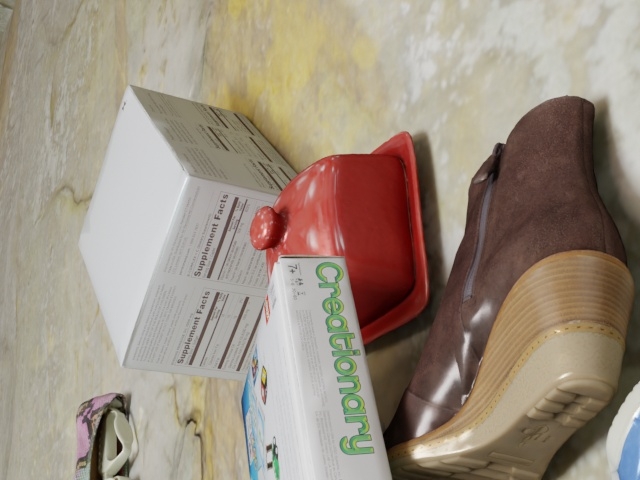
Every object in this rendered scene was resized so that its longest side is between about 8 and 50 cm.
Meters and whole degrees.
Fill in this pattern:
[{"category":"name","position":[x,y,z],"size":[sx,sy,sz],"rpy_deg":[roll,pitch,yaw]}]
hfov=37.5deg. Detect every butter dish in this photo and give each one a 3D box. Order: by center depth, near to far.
[{"category":"butter dish","position":[0.000,0.000,0.752],"size":[0.160,0.118,0.160],"rpy_deg":[-36,49,50]}]

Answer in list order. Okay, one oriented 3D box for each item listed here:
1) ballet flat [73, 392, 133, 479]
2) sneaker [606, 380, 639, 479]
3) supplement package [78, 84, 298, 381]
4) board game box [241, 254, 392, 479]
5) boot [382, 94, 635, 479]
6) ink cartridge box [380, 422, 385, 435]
[{"category":"ballet flat","position":[-0.268,0.291,1.190],"size":[0.079,0.077,0.221],"rpy_deg":[-33,49,28]},{"category":"sneaker","position":[0.172,0.141,0.446],"size":[0.084,0.058,0.152],"rpy_deg":[-139,60,-64]},{"category":"supplement package","position":[-0.137,-0.013,0.976],"size":[0.204,0.145,0.262],"rpy_deg":[-68,30,18]},{"category":"board game box","position":[-0.001,0.187,0.610],"size":[0.193,0.053,0.305],"rpy_deg":[107,158,-50]},{"category":"boot","position":[0.108,0.051,0.608],"size":[0.248,0.090,0.206],"rpy_deg":[128,156,-47]},{"category":"ink cartridge box","position":[0.015,0.239,0.739],"size":[0.179,0.045,0.145],"rpy_deg":[114,154,-59]}]
